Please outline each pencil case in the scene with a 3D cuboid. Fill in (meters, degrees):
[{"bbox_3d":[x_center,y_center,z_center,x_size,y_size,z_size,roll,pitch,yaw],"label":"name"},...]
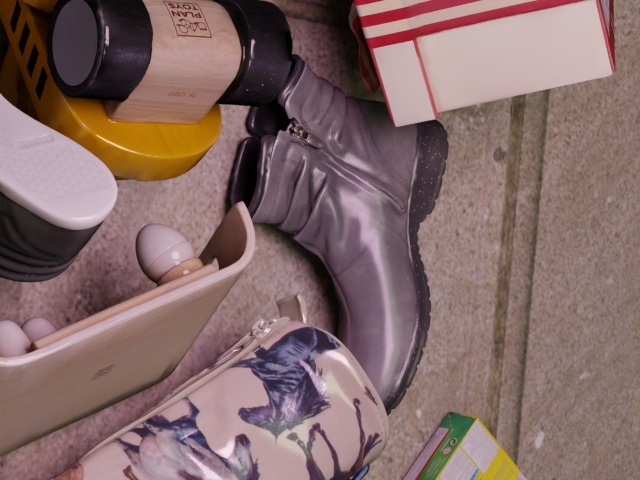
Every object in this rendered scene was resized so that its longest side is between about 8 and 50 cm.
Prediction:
[{"bbox_3d":[-0.137,0.221,1.578,0.410,0.160,0.183,-31,90,-30],"label":"pencil case"}]

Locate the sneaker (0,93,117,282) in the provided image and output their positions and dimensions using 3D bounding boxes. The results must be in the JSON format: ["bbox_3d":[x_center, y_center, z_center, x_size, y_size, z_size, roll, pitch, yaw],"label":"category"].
[{"bbox_3d":[-0.310,-0.071,1.451,0.296,0.147,0.104,37,50,7],"label":"sneaker"}]

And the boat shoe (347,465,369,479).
[{"bbox_3d":[-0.025,0.286,1.720,0.258,0.109,0.089,-44,122,-26],"label":"boat shoe"}]

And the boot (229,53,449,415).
[{"bbox_3d":[0.000,0.000,1.733,0.223,0.118,0.338,17,71,-35],"label":"boot"}]

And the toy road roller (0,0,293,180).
[{"bbox_3d":[-0.200,-0.196,1.524,0.202,0.240,0.329,-1,56,-40],"label":"toy road roller"}]

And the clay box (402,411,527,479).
[{"bbox_3d":[0.183,0.311,1.922,0.127,0.053,0.222,-52,123,-24],"label":"clay box"}]

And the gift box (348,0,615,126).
[{"bbox_3d":[0.148,-0.273,1.715,0.276,0.258,0.255,-70,146,-65],"label":"gift box"}]

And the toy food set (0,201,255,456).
[{"bbox_3d":[-0.213,0.079,1.500,0.306,0.220,0.092,-23,72,-35],"label":"toy food set"}]
